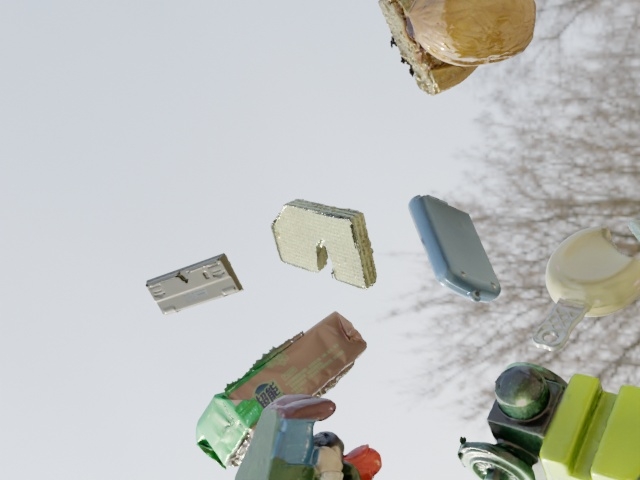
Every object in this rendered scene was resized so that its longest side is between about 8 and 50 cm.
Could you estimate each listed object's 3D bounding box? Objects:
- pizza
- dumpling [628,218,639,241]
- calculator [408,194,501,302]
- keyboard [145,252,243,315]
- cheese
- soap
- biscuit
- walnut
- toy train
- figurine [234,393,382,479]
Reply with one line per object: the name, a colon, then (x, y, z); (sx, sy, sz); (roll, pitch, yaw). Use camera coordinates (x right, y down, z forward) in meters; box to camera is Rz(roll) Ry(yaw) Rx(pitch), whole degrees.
pizza: (0.165, -0.325, 1.433); (0.194, 0.069, 0.154); (46, -112, 3)
dumpling: (0.468, 0.023, 1.202); (0.219, 0.153, 0.108); (2, -94, -57)
calculator: (0.199, 0.011, 1.412); (0.121, 0.039, 0.210); (18, -141, -34)
keyboard: (-0.146, 0.052, 1.087); (0.049, 0.129, 0.015); (60, -144, -15)
cheese: (0.398, 0.074, 1.485); (0.249, 0.163, 0.071); (-32, -54, -16)
soap: (-0.058, 0.233, 1.453); (0.273, 0.098, 0.218); (-33, -18, -40)
biscuit: (0.000, 0.000, 1.726); (0.046, 0.250, 0.147); (-32, -61, -33)
walnut: (0.204, -0.302, 1.264); (0.180, 0.144, 0.144); (0, -87, -19)
toy train: (0.364, 0.329, 1.260); (0.179, 0.272, 0.442); (-58, -40, -29)
figurine: (0.031, 0.262, 0.938); (0.234, 0.127, 0.185); (21, -111, -20)
